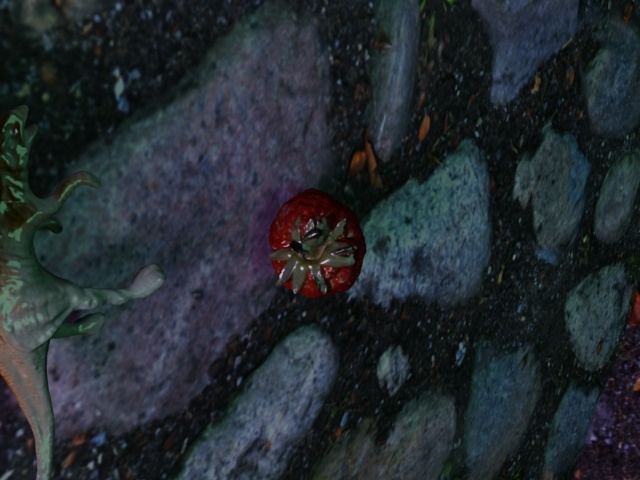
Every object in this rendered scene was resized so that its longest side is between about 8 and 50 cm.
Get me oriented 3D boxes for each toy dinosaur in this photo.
[{"bbox_3d":[-0.255,0.079,0.913,0.205,0.092,0.393,5,102,-55],"label":"toy dinosaur"}]

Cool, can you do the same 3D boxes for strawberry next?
[{"bbox_3d":[-0.006,0.000,1.227,0.131,0.148,0.131,-3,106,-11],"label":"strawberry"}]
